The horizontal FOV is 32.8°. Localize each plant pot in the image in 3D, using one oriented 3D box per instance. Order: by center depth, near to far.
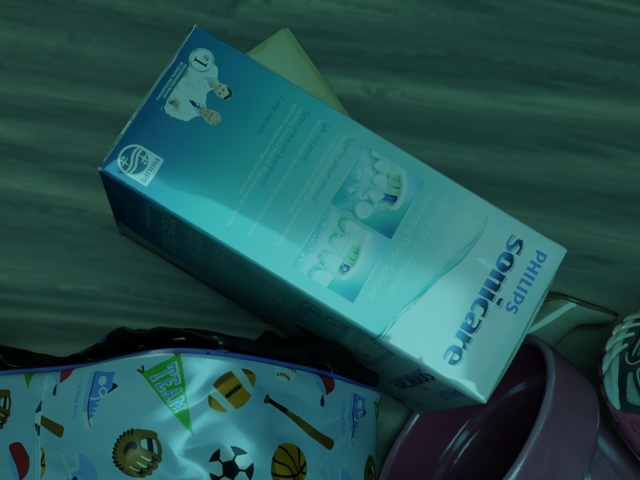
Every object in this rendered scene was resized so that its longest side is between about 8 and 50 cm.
[{"bbox_3d":[0.169,0.203,0.840,0.180,0.201,0.201,38,83,-15],"label":"plant pot"}]

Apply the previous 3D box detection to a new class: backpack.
[{"bbox_3d":[-0.094,0.155,0.722,0.276,0.263,0.213,12,64,-45],"label":"backpack"}]

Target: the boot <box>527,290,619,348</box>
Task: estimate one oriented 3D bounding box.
[{"bbox_3d":[0.185,0.084,0.923,0.118,0.042,0.087,17,89,0],"label":"boot"}]

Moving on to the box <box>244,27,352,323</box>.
[{"bbox_3d":[-0.039,-0.055,0.931,0.164,0.021,0.201,-35,88,-6],"label":"box"}]

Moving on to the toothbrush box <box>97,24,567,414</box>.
[{"bbox_3d":[0.000,0.000,0.804,0.295,0.216,0.126,30,77,-1],"label":"toothbrush box"}]

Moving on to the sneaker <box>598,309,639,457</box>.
[{"bbox_3d":[0.330,0.073,0.839,0.299,0.112,0.121,-29,86,-32],"label":"sneaker"}]
